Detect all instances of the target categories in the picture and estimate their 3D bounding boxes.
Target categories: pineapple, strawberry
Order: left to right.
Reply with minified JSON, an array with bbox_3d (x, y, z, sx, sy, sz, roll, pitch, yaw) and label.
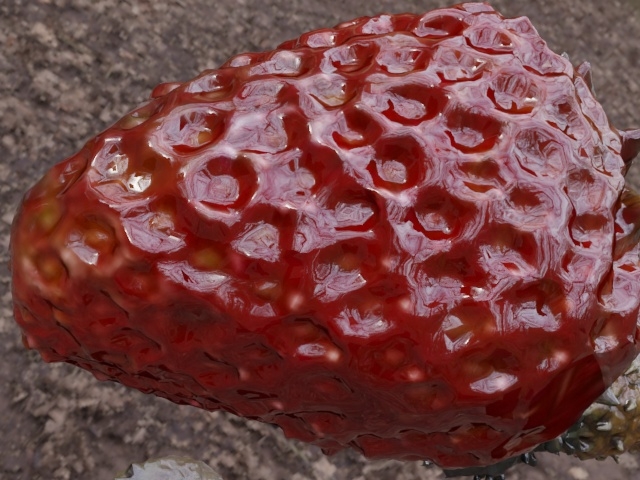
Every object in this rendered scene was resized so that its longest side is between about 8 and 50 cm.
[{"bbox_3d":[0.000,0.000,0.389,0.244,0.205,0.205,-4,56,-19],"label":"strawberry"},{"bbox_3d":[0.214,0.140,0.864,0.278,0.158,0.158,-13,65,-30],"label":"pineapple"}]

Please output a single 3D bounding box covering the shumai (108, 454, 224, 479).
[{"bbox_3d":[-0.242,0.419,1.059,0.217,0.283,0.346,39,37,-6],"label":"shumai"}]
